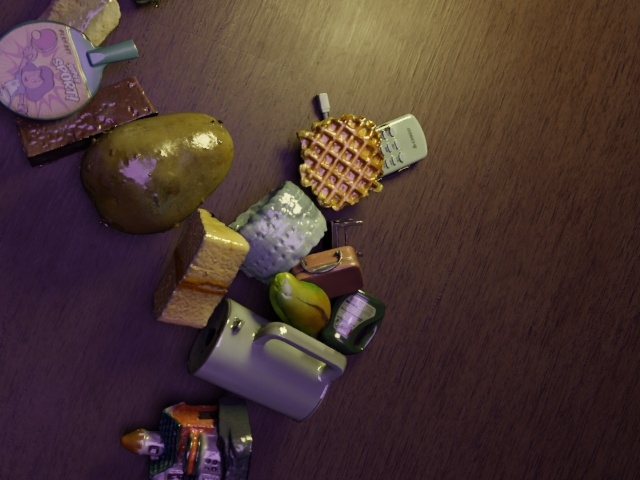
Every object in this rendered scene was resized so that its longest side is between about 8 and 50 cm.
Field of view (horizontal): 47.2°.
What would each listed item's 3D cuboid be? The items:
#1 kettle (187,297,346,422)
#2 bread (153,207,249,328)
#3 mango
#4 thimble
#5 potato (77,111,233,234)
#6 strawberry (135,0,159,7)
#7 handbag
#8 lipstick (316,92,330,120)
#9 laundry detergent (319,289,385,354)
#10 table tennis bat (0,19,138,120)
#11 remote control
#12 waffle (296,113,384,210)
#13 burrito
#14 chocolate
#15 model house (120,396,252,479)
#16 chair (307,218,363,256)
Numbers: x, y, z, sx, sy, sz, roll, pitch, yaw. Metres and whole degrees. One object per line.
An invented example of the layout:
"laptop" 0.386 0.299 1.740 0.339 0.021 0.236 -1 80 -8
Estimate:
"kettle" -0.128 0.280 1.799 0.318 0.205 0.265 31 109 -18
"bread" -0.295 0.076 1.729 0.178 0.142 0.266 30 108 4
"mango" -0.048 0.153 1.782 0.125 0.111 0.233 -44 138 -14
"thimble" -0.114 -0.015 1.809 0.250 0.205 0.172 -39 103 7
"potato" -0.366 -0.157 1.707 0.359 0.219 0.270 -23 119 -24
"strawberry" -0.405 -0.649 1.752 0.140 0.085 0.192 -25 94 -10
"handbag" 0.012 0.089 1.875 0.193 0.151 0.072 -12 54 -5
"lipstick" 0.013 -0.336 1.943 0.025 0.025 0.107 -16 102 -19
"laundry detergent" 0.075 0.240 1.952 0.144 0.078 0.222 30 80 -15
"table tennis bat" -0.568 -0.387 1.624 0.329 0.044 0.215 -20 105 -21
"remote control" 0.152 -0.235 1.980 0.296 0.056 0.140 -24 101 -17
"waffle" 0.055 -0.204 1.898 0.243 0.059 0.238 -16 99 -13
"burrito" -0.573 -0.495 1.687 0.143 0.105 0.299 39 81 -13
"chocolate" -0.541 -0.282 1.709 0.321 0.112 0.112 -24 90 -17
"model house" -0.326 0.518 1.737 0.300 0.190 0.271 8 115 -11
"chair" 0.000 0.000 1.919 0.212 0.084 0.102 -4 96 -19
